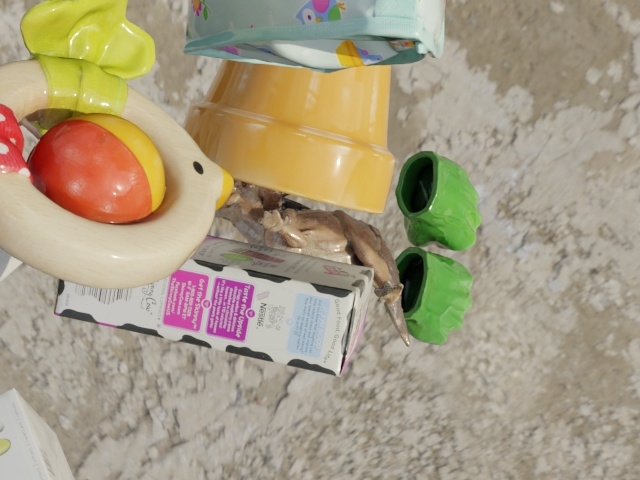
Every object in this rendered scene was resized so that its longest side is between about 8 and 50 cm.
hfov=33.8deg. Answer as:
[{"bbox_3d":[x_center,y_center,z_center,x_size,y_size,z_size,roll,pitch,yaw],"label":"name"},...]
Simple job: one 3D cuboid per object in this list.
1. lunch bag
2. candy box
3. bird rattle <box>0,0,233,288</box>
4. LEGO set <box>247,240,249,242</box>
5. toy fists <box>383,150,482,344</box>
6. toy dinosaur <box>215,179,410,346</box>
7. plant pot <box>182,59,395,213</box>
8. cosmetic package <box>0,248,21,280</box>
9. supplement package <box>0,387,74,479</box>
[{"bbox_3d":[0.013,-0.233,0.730,0.160,0.262,0.223,4,93,-25],"label":"lunch bag"},{"bbox_3d":[-0.080,0.042,0.877,0.234,0.159,0.071,11,97,7],"label":"candy box"},{"bbox_3d":[-0.156,-0.057,0.614,0.207,0.253,0.143,37,117,2],"label":"bird rattle"},{"bbox_3d":[-0.077,-0.081,1.603,0.093,0.227,0.087,18,61,23],"label":"LEGO set"},{"bbox_3d":[0.165,0.012,1.532,0.142,0.096,0.279,27,63,-44],"label":"toy fists"},{"bbox_3d":[0.000,0.000,1.206,0.296,0.127,0.200,27,29,-13],"label":"toy dinosaur"},{"bbox_3d":[-0.015,-0.140,0.993,0.205,0.205,0.187,15,94,-1],"label":"plant pot"},{"bbox_3d":[-0.603,-0.116,1.748,0.155,0.197,0.365,-42,49,-9],"label":"cosmetic package"},{"bbox_3d":[-0.454,0.396,1.591,0.145,0.204,0.262,-27,59,-9],"label":"supplement package"}]
